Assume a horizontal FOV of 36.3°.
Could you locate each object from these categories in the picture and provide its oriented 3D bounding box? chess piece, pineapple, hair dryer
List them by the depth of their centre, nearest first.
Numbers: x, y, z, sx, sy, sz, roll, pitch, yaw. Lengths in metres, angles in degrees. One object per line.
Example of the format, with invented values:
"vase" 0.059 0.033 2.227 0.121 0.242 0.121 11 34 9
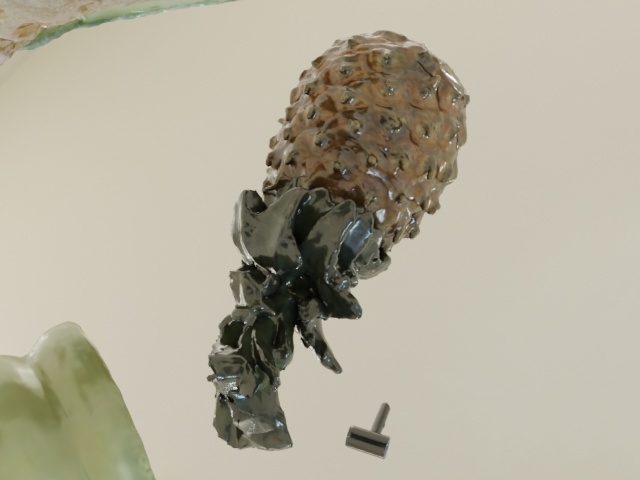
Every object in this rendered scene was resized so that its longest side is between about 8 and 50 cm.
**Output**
"chess piece" -0.201 0.146 0.421 0.251 0.144 0.144 -22 -108 -22
"pineapple" 0.000 0.000 0.701 0.141 0.170 0.310 32 -117 -12
"hair dryer" 0.061 0.206 1.089 0.047 0.083 0.026 17 -57 12

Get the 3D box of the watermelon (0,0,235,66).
"watermelon" -0.135 -0.187 0.422 0.321 0.175 0.188 -3 -101 -21
